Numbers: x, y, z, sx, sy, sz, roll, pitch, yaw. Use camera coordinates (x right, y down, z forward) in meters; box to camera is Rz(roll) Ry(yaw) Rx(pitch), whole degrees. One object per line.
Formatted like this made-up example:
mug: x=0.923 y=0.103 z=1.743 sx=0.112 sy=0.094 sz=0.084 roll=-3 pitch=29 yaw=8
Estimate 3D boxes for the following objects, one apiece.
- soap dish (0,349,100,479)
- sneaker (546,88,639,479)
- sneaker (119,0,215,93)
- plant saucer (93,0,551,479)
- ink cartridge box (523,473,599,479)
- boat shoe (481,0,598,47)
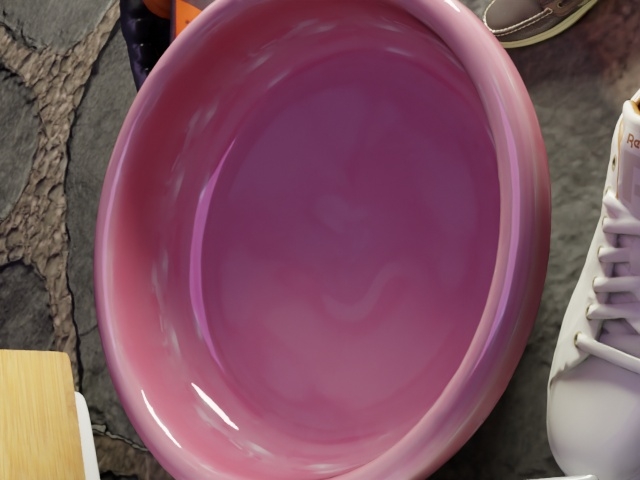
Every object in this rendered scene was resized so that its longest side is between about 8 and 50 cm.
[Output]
soap dish: x=-0.267 y=0.235 z=0.947 sx=0.229 sy=0.118 sz=0.291 roll=-45 pitch=33 yaw=14
sneaker: x=0.180 y=-0.003 z=0.700 sx=0.106 sy=0.123 sz=0.290 roll=20 pitch=87 yaw=42
sneaker: x=-0.029 y=-0.201 z=0.907 sx=0.124 sy=0.180 sz=0.321 roll=5 pitch=75 yaw=58
plant saucer: x=0.000 y=0.000 z=0.773 sx=0.332 sy=0.084 sz=0.332 roll=-8 pitch=77 yaw=37
ink cartridge box: x=0.002 y=0.277 z=0.643 sx=0.309 sy=0.130 sz=0.272 roll=-6 pitch=66 yaw=8
boat shoe: x=0.164 y=-0.179 z=0.833 sx=0.152 sy=0.049 sz=0.056 roll=-29 pitch=56 yaw=30
